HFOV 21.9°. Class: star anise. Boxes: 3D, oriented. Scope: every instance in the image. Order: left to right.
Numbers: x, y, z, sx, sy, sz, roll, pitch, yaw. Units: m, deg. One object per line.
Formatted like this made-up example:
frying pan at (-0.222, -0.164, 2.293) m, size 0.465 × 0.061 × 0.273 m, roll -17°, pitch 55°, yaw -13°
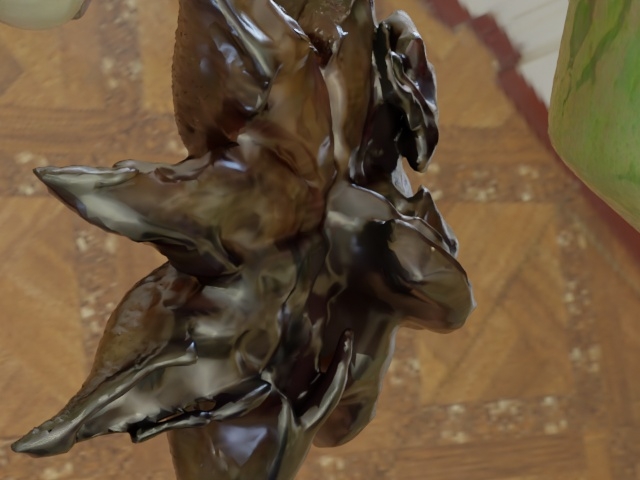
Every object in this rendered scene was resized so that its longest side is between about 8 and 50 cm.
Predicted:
star anise at (0.000, 0.000, 0.596) m, size 0.272 × 0.102 × 0.272 m, roll -31°, pitch 126°, yaw -55°

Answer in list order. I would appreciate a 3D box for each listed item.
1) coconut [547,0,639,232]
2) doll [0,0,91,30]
coconut at (0.244, -0.094, 0.721) m, size 0.281 × 0.328 × 0.328 m, roll 1°, pitch 77°, yaw -14°
doll at (-0.269, -0.284, 1.139) m, size 0.370 × 0.226 × 0.215 m, roll 18°, pitch 71°, yaw 11°
